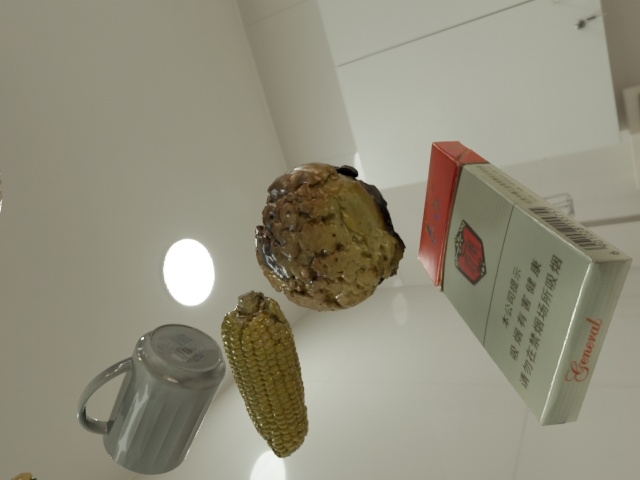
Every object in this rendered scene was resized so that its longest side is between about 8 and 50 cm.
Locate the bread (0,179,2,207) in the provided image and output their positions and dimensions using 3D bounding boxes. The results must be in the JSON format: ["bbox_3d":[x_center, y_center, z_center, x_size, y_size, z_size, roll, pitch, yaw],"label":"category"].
[{"bbox_3d":[-0.654,-0.071,0.779,0.337,0.328,0.148,32,-143,-10],"label":"bread"}]

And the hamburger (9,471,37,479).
[{"bbox_3d":[-0.540,0.507,0.943,0.115,0.162,0.162,29,-127,-16],"label":"hamburger"}]

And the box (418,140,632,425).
[{"bbox_3d":[0.145,0.015,0.439,0.245,0.035,0.139,-114,22,-59],"label":"box"}]

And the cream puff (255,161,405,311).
[{"bbox_3d":[0.000,0.000,0.436,0.104,0.119,0.133,1,-141,-43],"label":"cream puff"}]

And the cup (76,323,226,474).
[{"bbox_3d":[-0.440,0.394,1.351,0.323,0.237,0.326,16,-69,-26],"label":"cup"}]

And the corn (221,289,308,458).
[{"bbox_3d":[-0.099,0.255,0.993,0.130,0.130,0.346,-37,-61,-55],"label":"corn"}]
